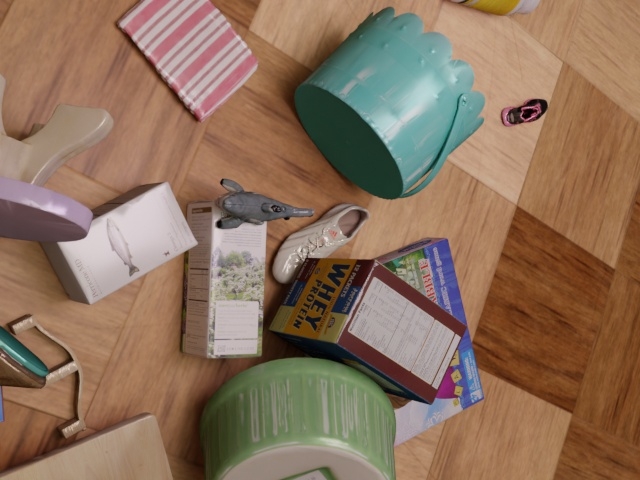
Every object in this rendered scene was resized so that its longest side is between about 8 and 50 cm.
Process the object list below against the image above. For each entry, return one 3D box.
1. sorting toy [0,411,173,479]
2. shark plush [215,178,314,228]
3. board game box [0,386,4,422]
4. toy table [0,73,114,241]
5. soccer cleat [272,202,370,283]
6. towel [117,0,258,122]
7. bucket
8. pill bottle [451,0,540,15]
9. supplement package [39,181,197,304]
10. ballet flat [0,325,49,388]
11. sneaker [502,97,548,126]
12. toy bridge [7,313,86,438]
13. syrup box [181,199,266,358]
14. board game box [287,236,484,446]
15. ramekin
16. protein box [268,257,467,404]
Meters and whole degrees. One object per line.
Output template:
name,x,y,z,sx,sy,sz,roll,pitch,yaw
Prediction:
sorting toy,-0.332,0.401,1.179,0.255,0.089,0.257,-19,101,-31
shark plush,-0.083,-0.039,1.233,0.161,0.067,0.073,20,78,-31
board game box,-0.555,0.184,1.070,0.281,0.027,0.145,-4,91,-33
toy table,-0.403,-0.104,1.053,0.274,0.252,0.161,11,72,0
soccer cleat,0.000,0.000,1.393,0.196,0.076,0.068,-41,111,-25
towel,-0.201,-0.300,1.293,0.144,0.029,0.197,-49,112,-22
bucket,0.105,-0.210,1.349,0.183,0.281,0.281,-44,113,-15
pill bottle,0.326,-0.481,1.580,0.184,0.103,0.103,5,88,-33
supplement package,-0.287,0.001,1.193,0.179,0.105,0.105,-32,108,-28
ballet flat,-0.499,0.092,1.040,0.124,0.116,0.342,-45,102,-12
sneaker,0.418,-0.256,1.670,0.119,0.057,0.047,-24,101,-31
toy bridge,-0.371,0.188,1.188,0.063,0.026,0.188,-29,106,-30
syrup box,-0.148,0.059,1.287,0.093,0.096,0.237,3,87,-34
board game box,0.124,0.190,1.480,0.318,0.066,0.319,-21,101,-30
ramekin,-0.030,0.333,1.239,0.303,0.148,0.303,-2,125,-3
protein box,0.070,0.135,1.289,0.201,0.200,0.136,36,72,-26
